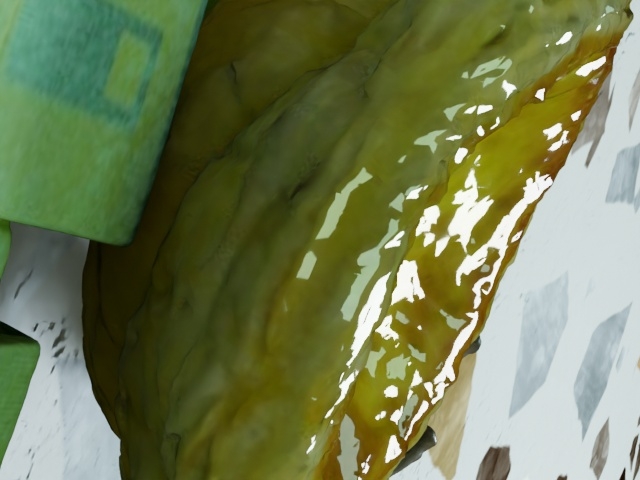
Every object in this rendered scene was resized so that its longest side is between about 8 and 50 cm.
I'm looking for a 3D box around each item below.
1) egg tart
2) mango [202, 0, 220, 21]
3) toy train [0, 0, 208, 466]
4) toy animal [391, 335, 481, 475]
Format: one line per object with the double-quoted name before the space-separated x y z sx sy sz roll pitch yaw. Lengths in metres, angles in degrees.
"egg tart" 0.000 0.000 0.594 0.319 0.128 0.319 -55 165 -22
"mango" -0.023 -0.101 0.676 0.165 0.074 0.091 27 81 -64
"toy train" -0.164 0.040 0.403 0.253 0.160 0.397 20 87 -71
"toy animal" -0.006 0.066 0.788 0.186 0.094 0.214 -7 130 -36
